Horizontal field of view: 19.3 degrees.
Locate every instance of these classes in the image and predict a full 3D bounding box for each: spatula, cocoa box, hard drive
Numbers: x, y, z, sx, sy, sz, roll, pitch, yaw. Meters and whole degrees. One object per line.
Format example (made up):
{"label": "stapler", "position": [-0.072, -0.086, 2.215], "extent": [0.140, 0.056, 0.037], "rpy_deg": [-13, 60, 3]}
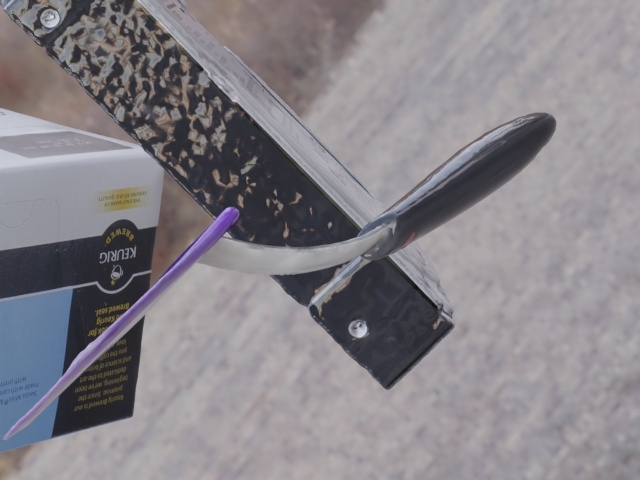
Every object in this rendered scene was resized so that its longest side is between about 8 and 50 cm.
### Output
{"label": "spatula", "position": [0.000, 0.000, 0.677], "extent": [0.296, 0.030, 0.084], "rpy_deg": [-23, -15, -45]}
{"label": "cocoa box", "position": [-0.320, 0.031, 1.423], "extent": [0.347, 0.231, 0.228], "rpy_deg": [-10, -69, -54]}
{"label": "hard drive", "position": [-0.063, -0.072, 1.109], "extent": [0.064, 0.339, 0.237], "rpy_deg": [-45, 7, 5]}
